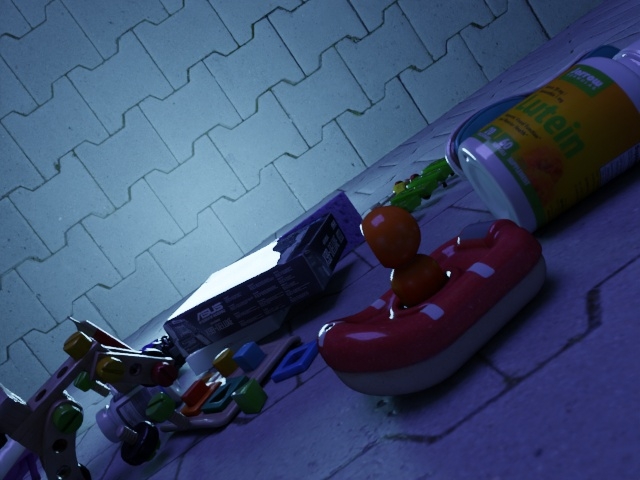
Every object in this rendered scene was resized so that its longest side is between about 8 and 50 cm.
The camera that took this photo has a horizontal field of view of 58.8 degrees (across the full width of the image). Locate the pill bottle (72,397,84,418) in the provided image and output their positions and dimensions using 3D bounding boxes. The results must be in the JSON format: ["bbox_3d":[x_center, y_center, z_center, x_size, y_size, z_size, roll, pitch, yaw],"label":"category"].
[{"bbox_3d":[-0.637,0.429,1.368,0.180,0.108,0.108,-26,12,48],"label":"pill bottle"}]

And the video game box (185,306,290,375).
[{"bbox_3d":[-0.150,0.166,1.135,0.205,0.048,0.187,-32,11,17],"label":"video game box"}]

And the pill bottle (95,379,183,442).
[{"bbox_3d":[-0.318,0.288,0.999,0.137,0.078,0.078,-35,8,-5],"label":"pill bottle"}]

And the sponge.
[{"bbox_3d":[0.000,0.000,1.230,0.210,0.117,0.031,-37,6,-14],"label":"sponge"}]

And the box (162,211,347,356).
[{"bbox_3d":[-0.113,0.078,1.067,0.307,0.077,0.242,-27,11,20],"label":"box"}]

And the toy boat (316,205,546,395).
[{"bbox_3d":[0.089,0.035,0.544,0.231,0.151,0.151,-38,8,-18],"label":"toy boat"}]

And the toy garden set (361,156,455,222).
[{"bbox_3d":[0.196,-0.094,1.238,0.244,0.049,0.203,-42,12,-34],"label":"toy garden set"}]

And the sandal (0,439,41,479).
[{"bbox_3d":[-0.504,0.443,0.835,0.169,0.102,0.416,-48,10,44],"label":"sandal"}]

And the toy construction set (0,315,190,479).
[{"bbox_3d":[-0.377,0.206,0.842,0.257,0.237,0.309,-45,29,3],"label":"toy construction set"}]

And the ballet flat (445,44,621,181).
[{"bbox_3d":[0.347,-0.179,0.916,0.400,0.139,0.139,-34,7,-21],"label":"ballet flat"}]

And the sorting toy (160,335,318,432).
[{"bbox_3d":[-0.144,0.208,0.859,0.347,0.047,0.196,-26,12,48],"label":"sorting toy"}]

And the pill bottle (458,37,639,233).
[{"bbox_3d":[0.300,-0.126,0.667,0.245,0.136,0.136,-35,8,4],"label":"pill bottle"}]

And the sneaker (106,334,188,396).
[{"bbox_3d":[-0.347,0.260,1.192,0.146,0.102,0.293,-35,8,-3],"label":"sneaker"}]
